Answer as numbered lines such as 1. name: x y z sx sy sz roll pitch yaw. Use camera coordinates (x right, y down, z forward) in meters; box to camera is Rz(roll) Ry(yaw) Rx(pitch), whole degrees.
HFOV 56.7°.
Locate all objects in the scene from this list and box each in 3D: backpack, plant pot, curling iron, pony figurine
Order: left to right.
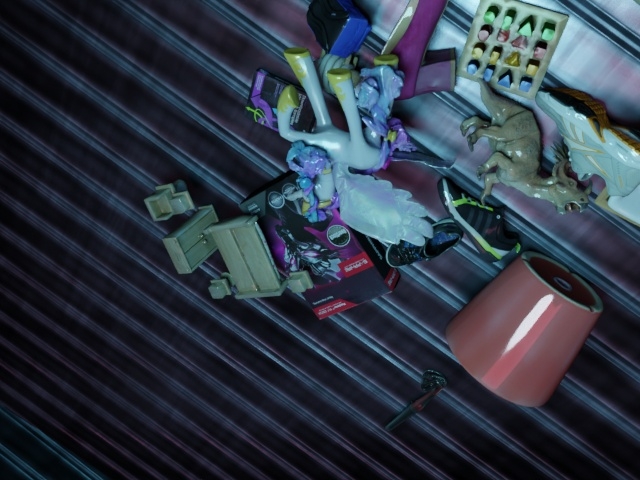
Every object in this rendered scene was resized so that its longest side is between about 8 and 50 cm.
1. backpack: 0.033 -0.431 1.171 0.098 0.101 0.120 -51 60 32
2. pony figurine: 0.075 -0.176 1.169 0.350 0.303 0.364 11 130 20
3. curling iron: 0.256 0.445 1.631 0.068 0.035 0.274 35 125 5
4. plant pot: 0.445 0.175 1.267 0.274 0.275 0.243 32 116 3

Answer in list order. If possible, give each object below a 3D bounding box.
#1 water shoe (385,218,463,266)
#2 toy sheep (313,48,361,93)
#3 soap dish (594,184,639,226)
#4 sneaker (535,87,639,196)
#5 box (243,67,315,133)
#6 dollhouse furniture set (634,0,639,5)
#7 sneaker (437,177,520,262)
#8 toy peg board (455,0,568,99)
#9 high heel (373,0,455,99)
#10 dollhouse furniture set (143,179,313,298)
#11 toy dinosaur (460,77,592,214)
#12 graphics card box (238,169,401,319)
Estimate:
1. water shoe: 0.229 0.012 1.353 0.203 0.080 0.073 -30 103 29
2. toy sheep: 0.025 -0.350 1.232 0.132 0.091 0.091 23 126 26
3. soap dish: 0.694 -0.100 1.073 0.290 0.118 0.229 28 126 5
4. sneaker: 0.476 -0.178 1.076 0.262 0.099 0.121 54 142 36
5. box: -0.086 -0.303 1.338 0.162 0.029 0.116 25 125 6
6. dollhouse furniture set: 0.545 -0.473 0.864 0.161 0.212 0.242 37 153 -3
7. sneaker: 0.345 -0.058 1.281 0.097 0.084 0.235 -36 107 21
8. toy peg board: 0.346 -0.352 1.096 0.161 0.079 0.161 22 125 10
9. high heel: 0.152 -0.438 1.090 0.181 0.127 0.378 -2 122 12
10. dollhouse furniture set: -0.193 -0.032 1.437 0.355 0.174 0.303 -7 117 31
11. toy dinosaur: 0.393 -0.182 1.154 0.200 0.127 0.296 -17 92 12
12. graphics card box: 0.000 0.000 1.441 0.232 0.094 0.371 -24 106 32
